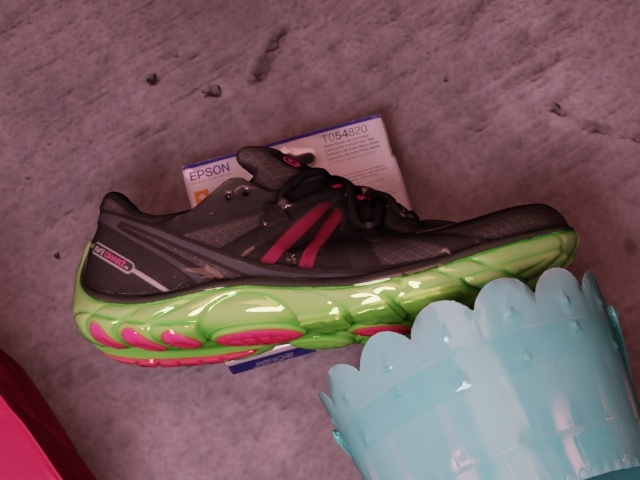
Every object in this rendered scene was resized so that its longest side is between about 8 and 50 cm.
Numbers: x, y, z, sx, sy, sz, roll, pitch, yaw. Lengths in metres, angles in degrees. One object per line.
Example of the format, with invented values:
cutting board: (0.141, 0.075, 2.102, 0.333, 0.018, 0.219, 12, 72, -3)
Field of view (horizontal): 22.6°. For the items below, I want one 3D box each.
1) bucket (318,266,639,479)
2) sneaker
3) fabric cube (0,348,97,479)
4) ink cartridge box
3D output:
bucket: (0.157, 0.168, 1.424, 0.281, 0.281, 0.183, -21, 69, -1)
sneaker: (0.000, 0.000, 1.500, 0.483, 0.185, 0.202, -4, 73, 5)
fabric cube: (-0.358, 0.239, 1.465, 0.254, 0.258, 0.259, -36, 69, -6)
ink cartridge box: (-0.013, 0.003, 1.624, 0.223, 0.045, 0.224, -14, 69, 2)
